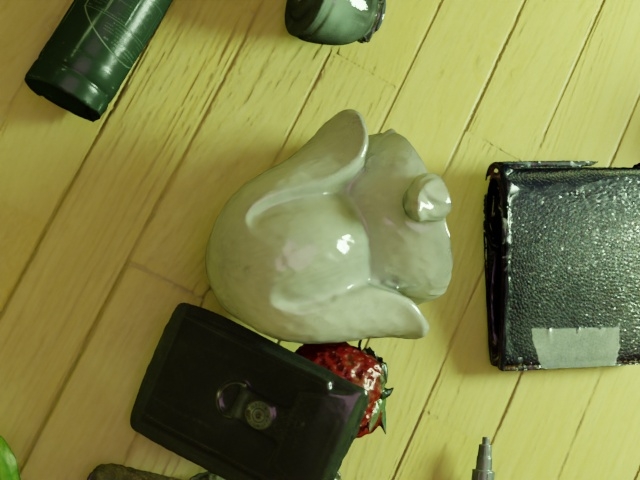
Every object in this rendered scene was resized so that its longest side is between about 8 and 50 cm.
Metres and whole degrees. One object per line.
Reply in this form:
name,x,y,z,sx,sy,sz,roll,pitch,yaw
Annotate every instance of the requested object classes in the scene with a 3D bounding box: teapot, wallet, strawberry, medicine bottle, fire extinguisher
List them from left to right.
fire extinguisher,-0.215,-0.286,1.274,0.311,0.095,0.114,-62,145,-11
wallet,-0.084,0.186,1.207,0.245,0.052,0.168,25,100,14
strawberry,0.005,0.173,1.262,0.148,0.131,0.131,-18,89,-17
teapot,0.019,-0.293,1.345,0.108,0.149,0.111,18,118,-27
medicine bottle,0.191,0.336,1.333,0.058,0.057,0.199,8,82,-14
wallet,0.315,0.030,1.399,0.221,0.071,0.262,-1,90,-18

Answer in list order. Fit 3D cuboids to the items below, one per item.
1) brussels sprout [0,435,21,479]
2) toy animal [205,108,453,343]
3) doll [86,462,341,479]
brussels sprout,-0.370,0.263,1.148,0.118,0.155,0.155,-10,87,-17
toy animal,0.000,0.000,1.243,0.265,0.206,0.271,-15,91,-20
doll,-0.106,0.291,1.252,0.286,0.091,0.202,31,57,4
